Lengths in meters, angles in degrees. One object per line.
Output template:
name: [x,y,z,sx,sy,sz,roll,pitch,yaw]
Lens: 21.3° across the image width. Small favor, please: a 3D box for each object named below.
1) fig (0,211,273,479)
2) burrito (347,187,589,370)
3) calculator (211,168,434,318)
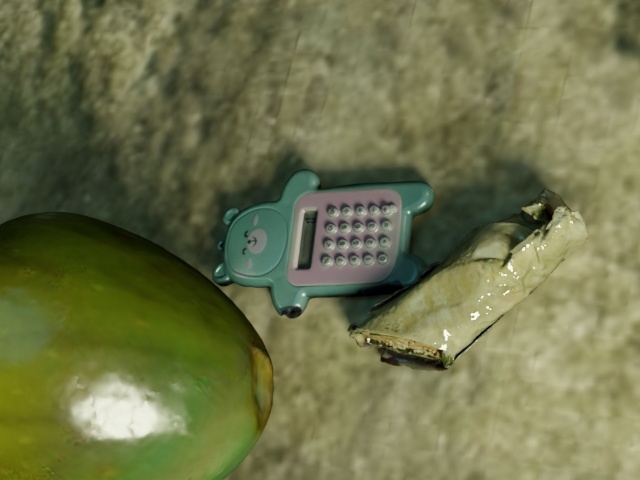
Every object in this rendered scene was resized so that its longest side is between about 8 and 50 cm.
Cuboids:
fig: [-0.122,0.074,0.951,0.191,0.181,0.181,3,68,8]
burrito: [0.083,0.027,0.950,0.149,0.041,0.055,-38,43,11]
calculator: [0.000,0.000,1.018,0.141,0.019,0.094,-3,69,25]
